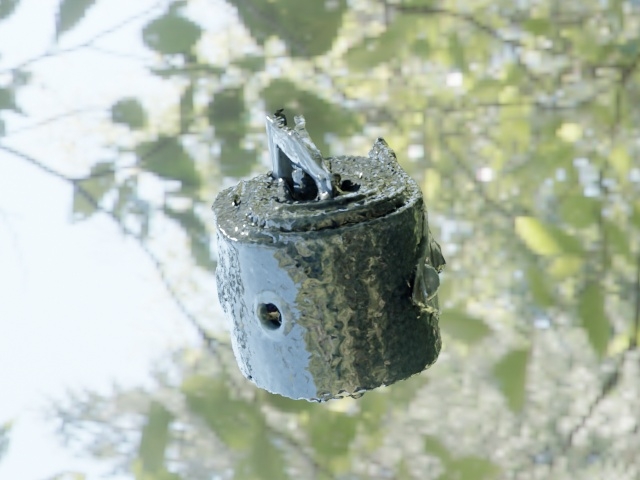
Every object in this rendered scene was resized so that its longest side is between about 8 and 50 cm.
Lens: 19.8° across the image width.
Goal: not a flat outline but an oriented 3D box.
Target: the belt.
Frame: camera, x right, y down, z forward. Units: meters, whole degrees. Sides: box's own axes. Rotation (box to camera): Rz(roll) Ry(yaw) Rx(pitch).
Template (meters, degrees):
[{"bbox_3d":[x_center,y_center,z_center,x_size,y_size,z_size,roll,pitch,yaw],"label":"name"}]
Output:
[{"bbox_3d":[0.000,0.001,1.005,0.218,0.122,0.128,-118,18,-76],"label":"belt"}]
